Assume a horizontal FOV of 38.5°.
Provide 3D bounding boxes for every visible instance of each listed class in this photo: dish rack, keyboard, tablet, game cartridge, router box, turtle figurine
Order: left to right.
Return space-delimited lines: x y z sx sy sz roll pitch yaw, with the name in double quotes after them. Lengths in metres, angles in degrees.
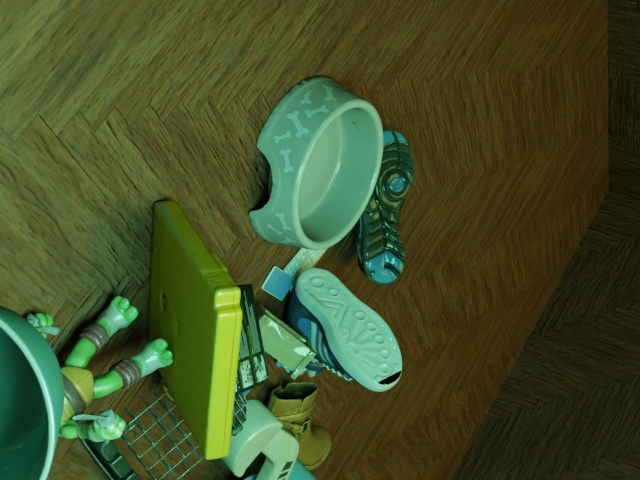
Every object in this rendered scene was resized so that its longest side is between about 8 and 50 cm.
-0.340 0.186 1.341 0.266 0.197 0.275 -41 146 -46 "turtle figurine"
-0.260 0.324 1.604 0.271 0.074 0.208 -38 132 -19 "dish rack"
-0.200 0.130 1.428 0.052 0.324 0.285 -6 119 -27 "game cartridge"
-0.158 0.174 1.577 0.133 0.046 0.179 -13 94 -54 "router box"
-0.087 0.088 1.888 0.054 0.006 0.083 -59 145 -5 "tablet"
0.000 0.000 1.978 0.256 0.014 0.072 -52 148 -27 "keyboard"

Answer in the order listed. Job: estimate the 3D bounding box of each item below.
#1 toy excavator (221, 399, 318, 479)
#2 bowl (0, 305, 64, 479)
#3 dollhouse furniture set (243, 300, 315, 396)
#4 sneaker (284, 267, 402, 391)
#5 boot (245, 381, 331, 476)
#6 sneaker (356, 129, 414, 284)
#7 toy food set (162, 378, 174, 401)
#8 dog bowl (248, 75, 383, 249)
-0.099 0.520 1.897 0.432 0.222 0.445 7 113 -47 "toy excavator"
-0.439 0.194 1.115 0.163 0.311 0.312 -47 154 -78 "bowl"
-0.125 0.237 1.788 0.184 0.129 0.129 -51 -168 2 "dollhouse furniture set"
0.037 0.234 1.895 0.130 0.323 0.236 -21 144 -29 "sneaker"
-0.050 0.414 2.099 0.283 0.109 0.220 -4 117 -46 "boot"
0.125 -0.077 2.056 0.139 0.125 0.341 -161 -103 -75 "sneaker"
-0.219 0.187 1.667 0.128 0.071 0.218 33 87 -41 "toy food set"
0.003 -0.139 1.792 0.348 0.102 0.349 -38 140 -41 "dog bowl"
